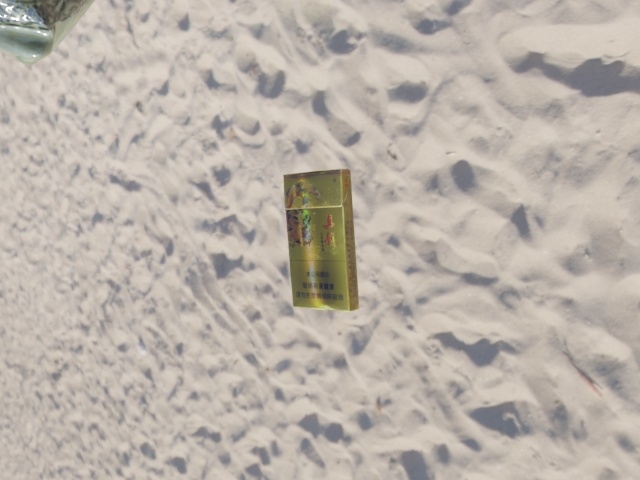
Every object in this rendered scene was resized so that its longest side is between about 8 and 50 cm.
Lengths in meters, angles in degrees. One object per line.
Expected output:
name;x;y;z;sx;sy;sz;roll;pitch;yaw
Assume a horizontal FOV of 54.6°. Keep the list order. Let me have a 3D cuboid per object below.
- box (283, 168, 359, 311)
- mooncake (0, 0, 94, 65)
box;0.000;0.000;0.695;0.089;0.022;0.157;1;97;39
mooncake;-0.336;-0.344;0.657;0.136;0.254;0.250;33;89;45
